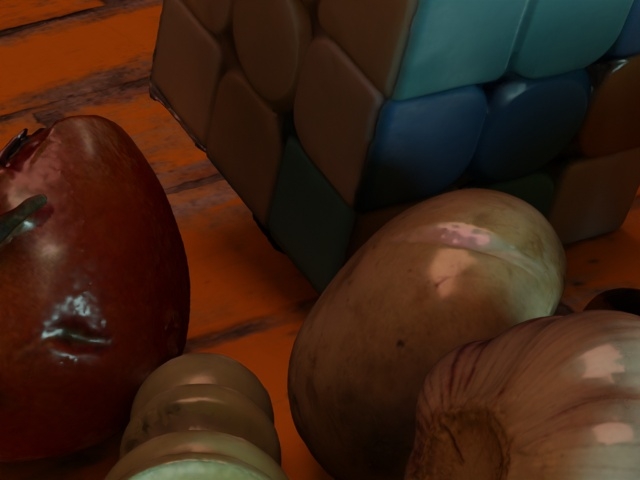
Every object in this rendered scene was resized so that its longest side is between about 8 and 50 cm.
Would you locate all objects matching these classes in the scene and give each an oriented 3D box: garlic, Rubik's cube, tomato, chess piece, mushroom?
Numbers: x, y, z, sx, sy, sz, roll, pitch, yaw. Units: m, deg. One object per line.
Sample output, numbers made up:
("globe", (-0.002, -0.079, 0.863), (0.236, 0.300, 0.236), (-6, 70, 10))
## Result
("garlic", (0.184, 0.175, 1.071), (0.253, 0.245, 0.245), (23, 16, -21))
("Rubik's cube", (0.092, -0.201, 1.540), (0.344, 0.347, 0.347), (-16, 50, -31))
("tomato", (-0.187, 0.063, 1.381), (0.170, 0.309, 0.309), (32, 39, 16))
("chess piece", (-0.086, 0.158, 1.233), (0.144, 0.144, 0.251), (-7, 21, 0))
("mushroom", (0.087, 0.072, 1.282), (0.184, 0.255, 0.255), (35, 35, 5))

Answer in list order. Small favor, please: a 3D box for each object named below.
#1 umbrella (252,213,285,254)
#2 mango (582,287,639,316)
("umbrella", (-0.005, 0.006, 1.600), (0.071, 0.071, 0.248), (-14, 35, -14))
("mango", (0.260, 0.115, 1.221), (0.166, 0.136, 0.236), (18, 3, -30))
